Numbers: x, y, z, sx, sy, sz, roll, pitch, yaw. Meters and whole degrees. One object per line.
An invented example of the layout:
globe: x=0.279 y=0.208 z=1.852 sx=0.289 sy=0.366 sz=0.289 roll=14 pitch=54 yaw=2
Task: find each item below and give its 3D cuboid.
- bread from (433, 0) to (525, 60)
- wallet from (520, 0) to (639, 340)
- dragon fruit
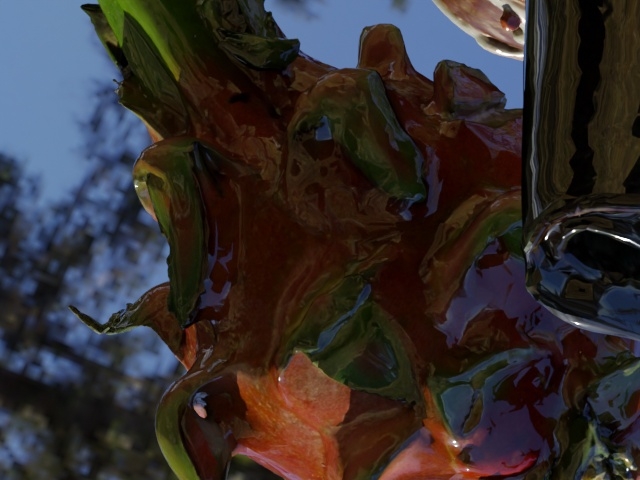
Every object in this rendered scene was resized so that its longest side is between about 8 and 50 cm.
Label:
bread: x=0.102 y=-0.140 z=0.746 sx=0.073 sy=0.160 sz=0.160 roll=-27 pitch=-133 yaw=61
wallet: x=0.125 y=-0.105 z=0.439 sx=0.045 sy=0.172 sz=0.318 roll=110 pitch=-11 yaw=-52
dragon fruit: x=-0.001 y=0.003 z=0.561 sx=0.137 sy=0.236 sz=0.135 roll=-55 pitch=180 yaw=8
